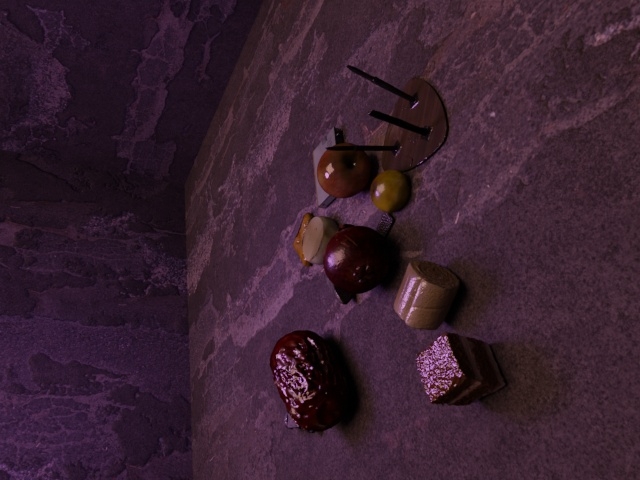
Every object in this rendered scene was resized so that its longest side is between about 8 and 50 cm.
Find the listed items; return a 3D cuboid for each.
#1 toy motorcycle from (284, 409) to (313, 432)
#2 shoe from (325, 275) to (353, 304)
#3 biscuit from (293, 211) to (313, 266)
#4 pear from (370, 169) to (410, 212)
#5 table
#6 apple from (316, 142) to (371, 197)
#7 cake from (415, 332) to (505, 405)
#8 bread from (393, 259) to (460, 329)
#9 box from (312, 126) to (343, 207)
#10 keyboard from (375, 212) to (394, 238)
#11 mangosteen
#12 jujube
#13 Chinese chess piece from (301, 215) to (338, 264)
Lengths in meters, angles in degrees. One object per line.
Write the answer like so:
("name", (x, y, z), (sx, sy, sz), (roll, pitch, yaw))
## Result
("toy motorcycle", (-0.070, 0.646, 1.918), (0.215, 0.080, 0.122), (-20, 67, 53))
("shoe", (0.064, 0.164, 1.828), (0.194, 0.074, 0.077), (-110, 28, -47))
("biscuit", (-0.055, -0.001, 2.128), (0.174, 0.039, 0.183), (-64, 32, 25))
("pear", (0.208, -0.159, 1.617), (0.141, 0.104, 0.141), (-32, 51, 51))
("table", (0.193, -0.366, 1.547), (0.317, 0.249, 0.317), (-28, 57, 57))
("apple", (0.079, -0.239, 1.787), (0.174, 0.188, 0.188), (149, 126, -63))
("cake", (0.326, 0.302, 1.202), (0.135, 0.147, 0.134), (-54, 39, 40))
("bread", (0.278, 0.144, 1.356), (0.148, 0.134, 0.141), (-109, 33, -61))
("box", (0.038, -0.287, 2.031), (0.211, 0.045, 0.270), (-43, 45, 49))
("keyboard", (0.187, 0.001, 1.697), (0.204, 0.013, 0.061), (-66, 31, 26))
("mangosteen", (0.105, 0.044, 1.631), (0.257, 0.215, 0.215), (-117, 44, -58))
("jujube", (-0.047, 0.473, 1.768), (0.377, 0.258, 0.258), (-116, 44, -58))
("Chinese chess piece", (0.000, 0.000, 1.982), (0.188, 0.083, 0.188), (-37, 47, 55))
